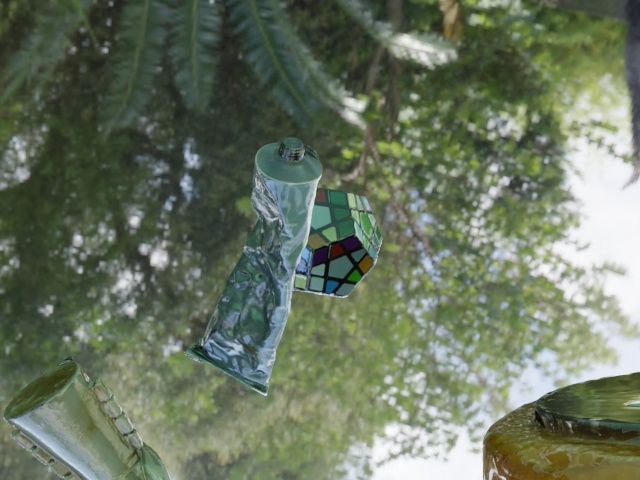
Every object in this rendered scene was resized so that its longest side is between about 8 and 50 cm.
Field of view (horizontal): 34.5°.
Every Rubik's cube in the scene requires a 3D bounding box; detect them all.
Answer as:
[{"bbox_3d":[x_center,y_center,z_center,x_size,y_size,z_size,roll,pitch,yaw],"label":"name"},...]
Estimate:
[{"bbox_3d":[0.000,0.000,1.086,0.133,0.112,0.133,10,180,0],"label":"Rubik's cube"}]

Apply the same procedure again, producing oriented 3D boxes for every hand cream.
[{"bbox_3d":[-0.051,0.024,0.812,0.052,0.248,0.075,-17,-130,-40],"label":"hand cream"}]

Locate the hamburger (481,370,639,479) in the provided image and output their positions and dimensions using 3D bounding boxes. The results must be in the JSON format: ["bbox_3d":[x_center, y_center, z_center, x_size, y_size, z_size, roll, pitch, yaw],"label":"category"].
[{"bbox_3d":[0.253,0.205,0.595,0.330,0.250,0.330,-7,178,0],"label":"hamburger"}]

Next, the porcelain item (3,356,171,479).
[{"bbox_3d":[-0.166,0.196,0.862,0.084,0.213,0.054,-31,-155,9],"label":"porcelain item"}]
